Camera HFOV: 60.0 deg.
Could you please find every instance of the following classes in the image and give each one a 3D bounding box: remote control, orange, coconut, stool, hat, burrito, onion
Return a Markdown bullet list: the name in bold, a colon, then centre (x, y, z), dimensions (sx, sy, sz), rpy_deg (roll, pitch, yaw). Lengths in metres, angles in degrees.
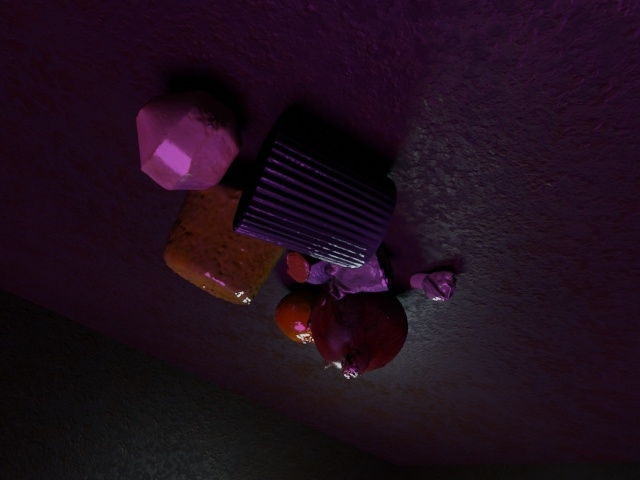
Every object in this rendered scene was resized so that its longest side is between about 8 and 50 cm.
- **remote control**: centre (0.031, 0.092, 1.878), dimensions (0.097, 0.045, 0.256), rpy_deg (43, 139, -23)
- **orange**: centre (-0.065, 0.289, 2.113), dimensions (0.219, 0.193, 0.219), rpy_deg (2, 136, 2)
- **coconut**: centre (-0.326, -0.250, 1.346), dimensions (0.259, 0.259, 0.259), rpy_deg (13, 149, 8)
- **stool**: centre (-0.011, -0.103, 1.374), dimensions (0.329, 0.297, 0.297), rpy_deg (22, 149, -14)
- **hat**: centre (0.358, 0.144, 1.765), dimensions (0.166, 0.081, 0.122), rpy_deg (4, 145, 42)
- **burrito**: centre (0.119, 0.102, 1.757), dimensions (0.228, 0.089, 0.144), rpy_deg (-15, 92, 35)
- **onion**: centre (0.120, 0.293, 1.919), dimensions (0.353, 0.354, 0.354), rpy_deg (13, 149, 8)

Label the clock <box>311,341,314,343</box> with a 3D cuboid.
- **clock**: centre (0.001, 0.411, 2.396), dimensions (0.205, 0.051, 0.205), rpy_deg (13, 150, 8)

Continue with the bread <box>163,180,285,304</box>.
- **bread**: centre (-0.274, 0.003, 1.616), dimensions (0.348, 0.308, 0.348), rpy_deg (26, 168, 6)

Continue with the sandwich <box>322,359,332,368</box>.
- **sandwich**: centre (0.138, 0.430, 2.237), dimensions (0.244, 0.063, 0.212), rpy_deg (-14, 155, -19)

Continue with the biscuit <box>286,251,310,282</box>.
- **biscuit**: centre (-0.078, 0.090, 1.909), dimensions (0.102, 0.019, 0.131), rpy_deg (30, 135, 23)
